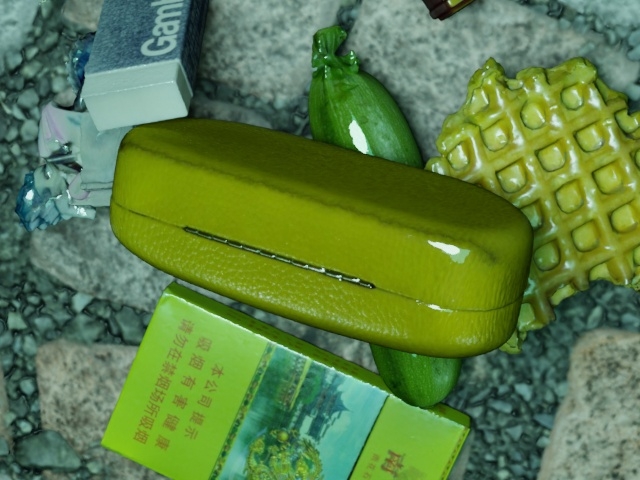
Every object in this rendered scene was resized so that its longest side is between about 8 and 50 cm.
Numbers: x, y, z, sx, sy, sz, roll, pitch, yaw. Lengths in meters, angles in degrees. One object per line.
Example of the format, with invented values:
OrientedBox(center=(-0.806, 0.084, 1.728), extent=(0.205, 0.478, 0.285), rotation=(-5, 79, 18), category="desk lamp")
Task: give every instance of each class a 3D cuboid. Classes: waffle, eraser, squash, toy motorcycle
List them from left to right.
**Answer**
OrientedBox(center=(-0.202, -0.059, 1.306), extent=(0.204, 0.108, 0.239), rotation=(-40, 71, 9), category="toy motorcycle")
OrientedBox(center=(-0.155, -0.185, 1.220), extent=(0.092, 0.212, 0.046), rotation=(-8, 133, 11), category="eraser")
OrientedBox(center=(0.062, -0.019, 1.274), extent=(0.101, 0.101, 0.379), rotation=(-16, 98, 12), category="squash")
OrientedBox(center=(0.214, -0.028, 1.236), extent=(0.291, 0.051, 0.291), rotation=(-1, 96, -9), category="waffle")

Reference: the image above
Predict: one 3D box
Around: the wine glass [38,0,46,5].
OrientedBox(center=(-0.162, -0.370, 1.187), extent=(0.357, 0.190, 0.190), rotation=(-29, 96, 15), category="wine glass")

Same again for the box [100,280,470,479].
OrientedBox(center=(-0.037, 0.194, 1.361), extent=(0.335, 0.047, 0.187), rotation=(24, 104, 2), category="box")

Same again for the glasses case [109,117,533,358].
OrientedBox(center=(0.000, 0.000, 1.152), extent=(0.371, 0.173, 0.141), rotation=(17, 112, 22), category="glasses case")

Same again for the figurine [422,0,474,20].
OrientedBox(center=(0.108, -0.289, 1.224), extent=(0.098, 0.082, 0.154), rotation=(-32, 95, 0), category="figurine")
